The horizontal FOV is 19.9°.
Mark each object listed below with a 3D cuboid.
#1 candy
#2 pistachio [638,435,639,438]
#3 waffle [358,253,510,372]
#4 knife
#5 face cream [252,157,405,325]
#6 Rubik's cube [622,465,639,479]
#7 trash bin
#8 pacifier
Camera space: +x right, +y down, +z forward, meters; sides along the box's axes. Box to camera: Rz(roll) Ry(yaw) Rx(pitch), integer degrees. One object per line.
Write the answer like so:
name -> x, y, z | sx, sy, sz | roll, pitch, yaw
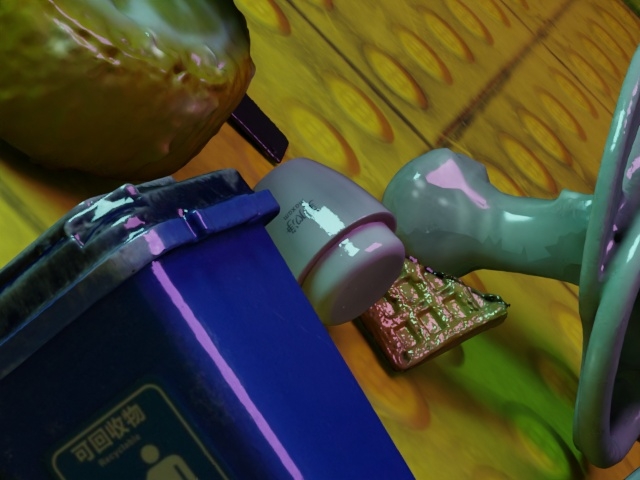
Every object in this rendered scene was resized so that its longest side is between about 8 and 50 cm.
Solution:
candy -> -0.162, -0.147, 1.125 | 0.260, 0.118, 0.260 | 33, 23, -17
pistachio -> 0.283, 0.114, 1.565 | 0.089, 0.049, 0.173 | 45, 21, -1
waffle -> 0.050, 0.015, 1.270 | 0.097, 0.023, 0.153 | -29, 69, -23
knife -> -0.113, -0.151, 1.354 | 0.245, 0.019, 0.072 | 45, 17, -10
face cream -> 0.000, 0.000, 1.185 | 0.095, 0.091, 0.091 | 46, 20, 22
Rubik's cube -> 0.152, 0.277, 0.671 | 0.305, 0.301, 0.304 | 45, 21, 0
trash bin -> -0.049, 0.096, 0.839 | 0.234, 0.162, 0.184 | 54, 22, 5
pacifier -> 0.170, 0.008, 1.348 | 0.343, 0.269, 0.288 | 82, 24, -43
